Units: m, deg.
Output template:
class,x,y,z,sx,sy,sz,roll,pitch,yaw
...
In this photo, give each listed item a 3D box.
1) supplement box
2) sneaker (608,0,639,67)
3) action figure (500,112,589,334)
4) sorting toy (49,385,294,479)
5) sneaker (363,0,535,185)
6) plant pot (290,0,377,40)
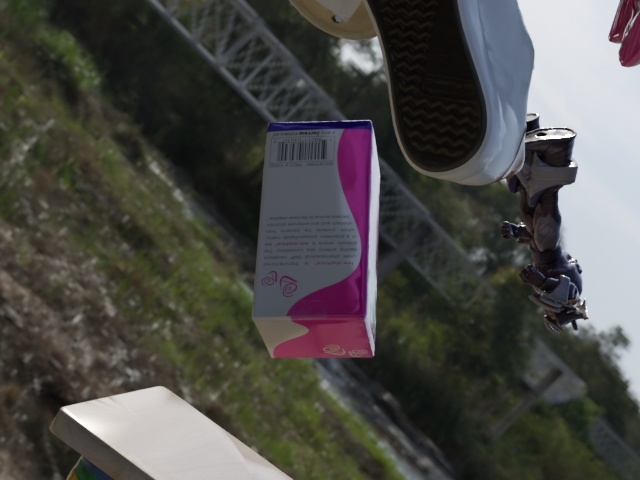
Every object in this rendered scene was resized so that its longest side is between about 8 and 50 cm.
class,x,y,z,sx,sy,sz,roll,pitch,yaw
supplement box,0.000,0.000,1.178,0.114,0.111,0.220,75,17,-61
sneaker,0.314,-0.192,0.982,0.111,0.102,0.252,15,28,4
action figure,0.266,-0.009,1.400,0.185,0.099,0.284,-112,-173,-65
sorting toy,-0.130,0.263,1.164,0.255,0.089,0.257,34,6,13
sneaker,0.093,-0.178,0.854,0.123,0.106,0.290,11,72,-57
plant pot,0.077,-0.340,1.186,0.257,0.274,0.256,25,-30,15
